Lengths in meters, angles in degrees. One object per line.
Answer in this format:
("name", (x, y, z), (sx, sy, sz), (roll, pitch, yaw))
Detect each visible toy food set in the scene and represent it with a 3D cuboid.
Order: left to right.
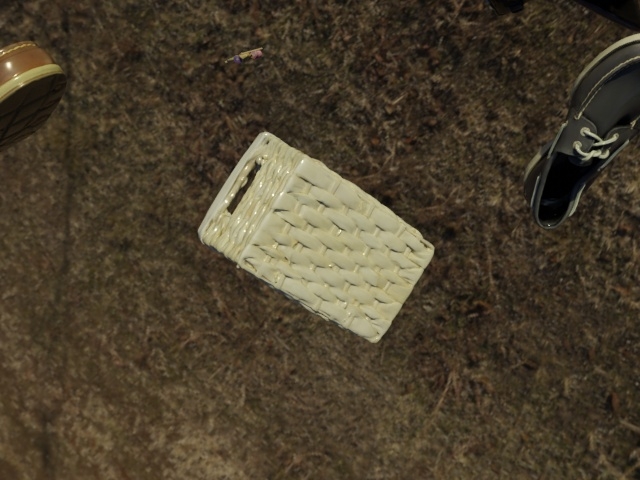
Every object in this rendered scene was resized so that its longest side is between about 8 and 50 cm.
("toy food set", (-0.181, -0.444, 1.580), (0.122, 0.078, 0.019), (18, 127, 67))

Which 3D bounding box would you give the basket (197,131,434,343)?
("basket", (0.000, 0.000, 0.556), (0.167, 0.113, 0.103), (33, 179, -29))

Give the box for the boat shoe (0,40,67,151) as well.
("boat shoe", (-0.215, -0.072, 0.375), (0.178, 0.064, 0.060), (-21, 102, 37))

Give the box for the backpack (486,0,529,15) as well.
("backpack", (0.412, -0.742, 1.511), (0.355, 0.273, 0.290), (20, 163, -26))

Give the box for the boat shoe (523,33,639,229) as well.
("boat shoe", (0.243, -0.085, 0.575), (0.075, 0.065, 0.206), (15, 144, -3))

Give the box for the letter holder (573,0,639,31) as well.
("letter holder", (0.245, -0.332, 0.636), (0.302, 0.214, 0.152), (26, 138, -9))
